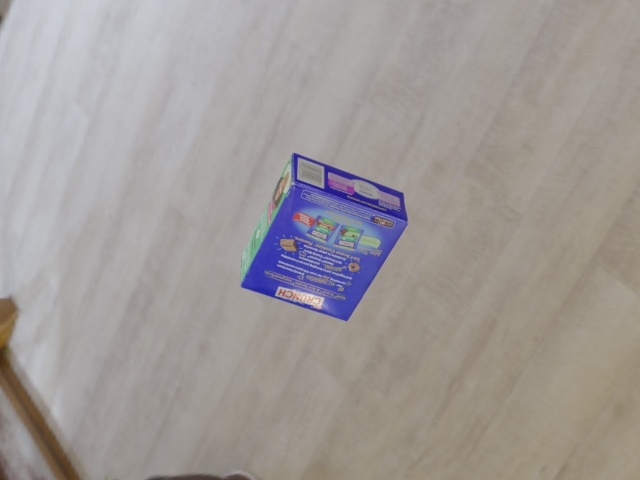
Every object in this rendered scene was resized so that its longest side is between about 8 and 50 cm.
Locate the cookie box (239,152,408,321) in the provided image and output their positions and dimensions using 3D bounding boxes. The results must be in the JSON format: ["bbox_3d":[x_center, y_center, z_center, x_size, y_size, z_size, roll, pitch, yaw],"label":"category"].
[{"bbox_3d":[0.000,0.000,0.681,0.040,0.092,0.107,-90,24,-51],"label":"cookie box"}]
